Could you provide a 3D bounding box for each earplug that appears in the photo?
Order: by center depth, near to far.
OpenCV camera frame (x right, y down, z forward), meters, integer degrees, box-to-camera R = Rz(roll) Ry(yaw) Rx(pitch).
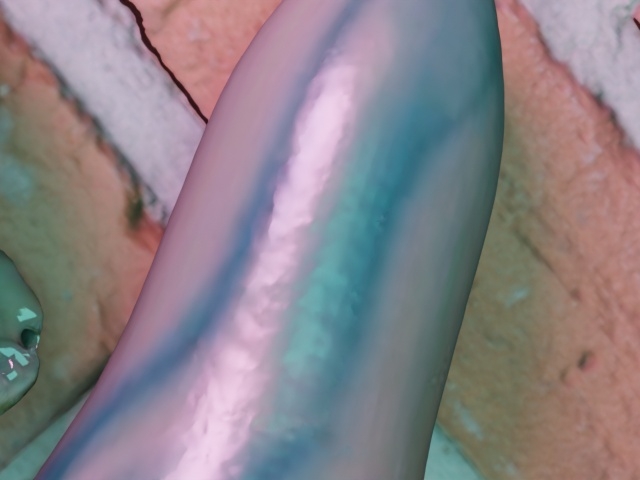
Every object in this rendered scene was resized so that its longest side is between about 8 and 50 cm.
[{"bbox_3d":[0.000,0.000,0.706,0.185,0.185,0.324,20,80,-10],"label":"earplug"}]

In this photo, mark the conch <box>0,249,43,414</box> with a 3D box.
[{"bbox_3d":[-0.216,0.061,0.698,0.173,0.106,0.116,-25,86,-25],"label":"conch"}]
